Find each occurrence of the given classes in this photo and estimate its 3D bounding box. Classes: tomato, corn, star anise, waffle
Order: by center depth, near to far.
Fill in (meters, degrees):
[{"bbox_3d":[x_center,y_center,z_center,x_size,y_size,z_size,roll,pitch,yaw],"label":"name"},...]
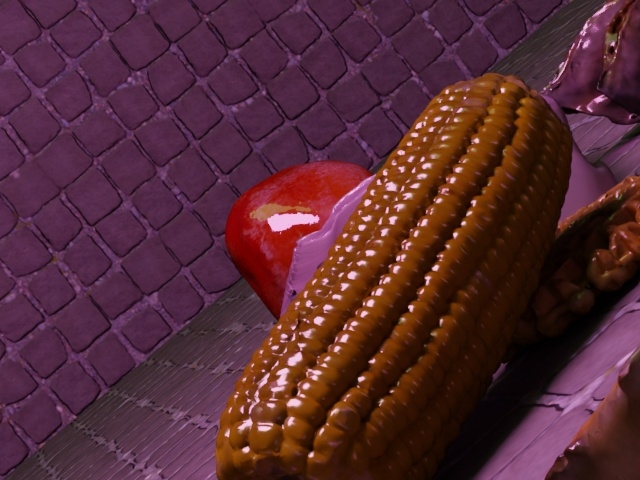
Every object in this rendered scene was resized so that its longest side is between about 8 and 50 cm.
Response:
[{"bbox_3d":[0.058,0.032,1.033,0.131,0.131,0.344,-33,21,53],"label":"corn"},{"bbox_3d":[0.176,0.011,1.134,0.191,0.038,0.191,-40,5,4],"label":"waffle"},{"bbox_3d":[0.337,-0.206,1.476,0.331,0.117,0.332,-39,14,12],"label":"star anise"},{"bbox_3d":[0.000,0.000,1.661,0.187,0.187,0.151,-38,-17,11],"label":"tomato"}]

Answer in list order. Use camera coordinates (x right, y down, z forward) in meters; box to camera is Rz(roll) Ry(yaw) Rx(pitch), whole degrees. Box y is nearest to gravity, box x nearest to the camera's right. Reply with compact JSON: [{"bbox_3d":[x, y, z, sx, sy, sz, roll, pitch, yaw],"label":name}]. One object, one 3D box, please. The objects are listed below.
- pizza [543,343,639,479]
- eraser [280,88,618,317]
[{"bbox_3d":[0.141,0.080,0.620,0.204,0.080,0.188,-49,-18,1],"label":"pizza"},{"bbox_3d":[0.100,-0.007,1.401,0.272,0.122,0.359,-37,6,4],"label":"eraser"}]
